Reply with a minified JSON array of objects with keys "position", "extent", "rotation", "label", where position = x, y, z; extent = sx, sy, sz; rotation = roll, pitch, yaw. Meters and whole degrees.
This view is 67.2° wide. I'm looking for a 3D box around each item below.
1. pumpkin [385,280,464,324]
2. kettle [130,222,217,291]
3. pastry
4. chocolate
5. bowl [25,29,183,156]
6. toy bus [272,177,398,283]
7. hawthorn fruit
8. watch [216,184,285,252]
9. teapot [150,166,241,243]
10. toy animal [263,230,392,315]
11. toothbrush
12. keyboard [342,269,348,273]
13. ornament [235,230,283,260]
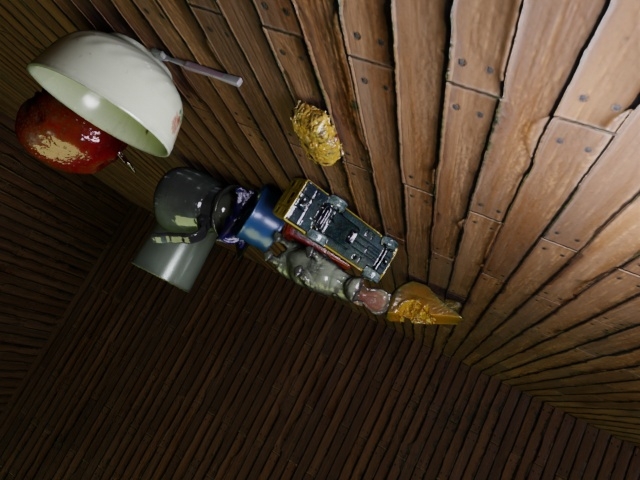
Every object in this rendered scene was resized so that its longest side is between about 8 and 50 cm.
[{"position":[0.328,0.194,1.515],"extent":[0.247,0.126,0.131],"rotation":[4,154,16],"label":"pumpkin"},{"position":[-0.560,-0.013,1.959],"extent":[0.250,0.377,0.361],"rotation":[31,168,-18],"label":"kettle"},{"position":[-0.003,-0.170,0.797],"extent":[0.080,0.056,0.140],"rotation":[35,175,27],"label":"pastry"},{"position":[0.000,0.000,1.415],"extent":[0.237,0.108,0.235],"rotation":[30,167,-4],"label":"chocolate"},{"position":[-0.377,-0.291,0.911],"extent":[0.277,0.145,0.277],"rotation":[28,169,6],"label":"bowl"},{"position":[0.044,-0.021,1.192],"extent":[0.335,0.121,0.123],"rotation":[34,173,-33],"label":"toy bus"},{"position":[-0.621,-0.271,1.272],"extent":[0.300,0.254,0.254],"rotation":[45,163,-19],"label":"hawthorn fruit"},{"position":[-0.176,-0.057,1.368],"extent":[0.171,0.196,0.200],"rotation":[21,178,-17],"label":"watch"},{"position":[-0.374,-0.105,1.500],"extent":[0.285,0.224,0.305],"rotation":[13,-170,22],"label":"teapot"},{"position":[0.007,0.088,1.215],"extent":[0.343,0.106,0.168],"rotation":[25,171,32],"label":"toy animal"},{"position":[-0.217,-0.299,0.829],"extent":[0.194,0.014,0.017],"rotation":[25,166,17],"label":"toothbrush"},{"position":[0.003,0.074,1.438],"extent":[0.067,0.011,0.202],"rotation":[34,166,-33],"label":"keyboard"},{"position":[-0.206,-0.031,1.786],"extent":[0.196,0.166,0.153],"rotation":[3,150,-29],"label":"ornament"}]
